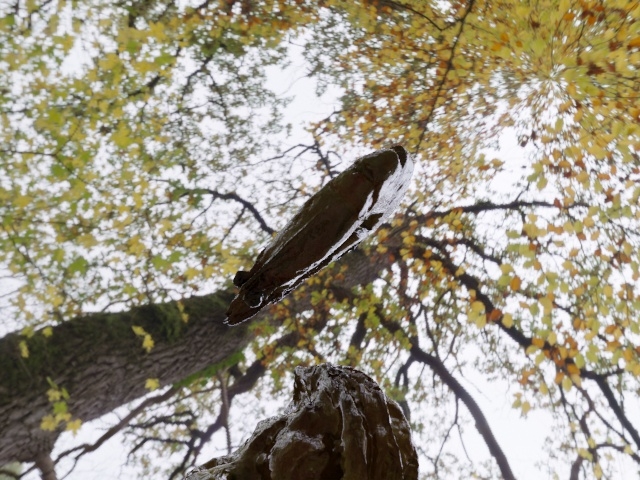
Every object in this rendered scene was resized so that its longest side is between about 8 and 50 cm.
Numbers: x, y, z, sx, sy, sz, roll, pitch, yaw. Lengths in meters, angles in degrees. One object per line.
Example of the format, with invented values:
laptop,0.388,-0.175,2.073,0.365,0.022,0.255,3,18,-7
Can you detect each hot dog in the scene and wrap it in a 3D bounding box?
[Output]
hot dog,-0.026,0.180,0.465,0.114,0.175,0.259,49,-29,8

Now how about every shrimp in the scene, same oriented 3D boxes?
shrimp,0.001,0.001,0.699,0.294,0.154,0.062,-38,-115,-4
